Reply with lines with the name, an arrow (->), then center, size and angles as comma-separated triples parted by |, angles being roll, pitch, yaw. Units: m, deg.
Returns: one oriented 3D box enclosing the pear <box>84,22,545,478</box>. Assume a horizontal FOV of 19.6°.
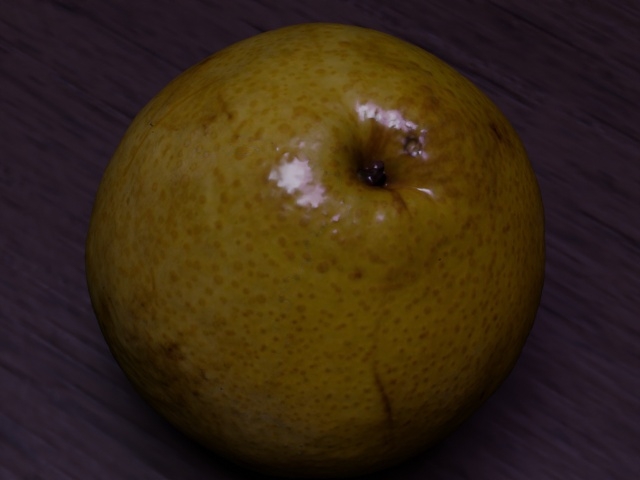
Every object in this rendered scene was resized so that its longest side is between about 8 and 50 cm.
pear -> 0.000, 0.000, 0.829 | 0.209, 0.209, 0.208 | 1, 58, -2
